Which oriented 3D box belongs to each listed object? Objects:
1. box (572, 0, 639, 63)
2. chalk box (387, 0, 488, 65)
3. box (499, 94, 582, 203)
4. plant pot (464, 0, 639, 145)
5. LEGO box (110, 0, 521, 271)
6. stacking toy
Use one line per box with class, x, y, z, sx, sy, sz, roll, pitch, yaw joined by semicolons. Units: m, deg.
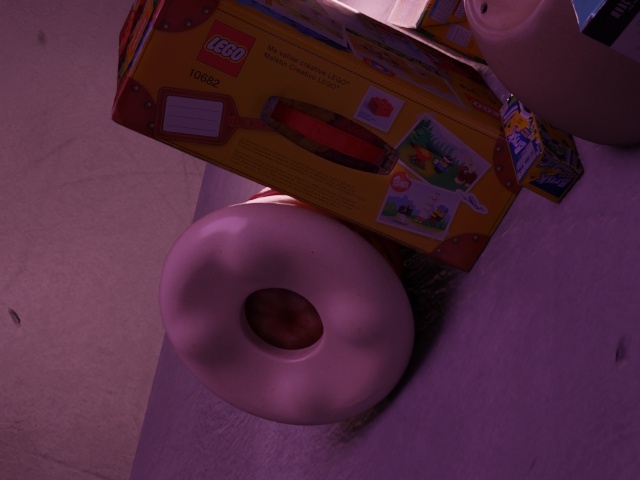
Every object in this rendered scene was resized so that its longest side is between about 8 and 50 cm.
box;0.337;-0.173;1.033;0.100;0.244;0.060;-54;22;35
chalk box;0.195;-0.353;1.869;0.132;0.132;0.213;-64;18;6
box;0.262;-0.121;1.500;0.054;0.059;0.169;-54;21;31
plant pot;0.261;-0.251;1.292;0.284;0.191;0.284;-13;74;52
LEGO box;-0.011;-0.200;1.666;0.193;0.500;0.372;-61;19;19
stacking toy;0.000;0.000;1.815;0.350;0.351;0.480;-54;6;35
